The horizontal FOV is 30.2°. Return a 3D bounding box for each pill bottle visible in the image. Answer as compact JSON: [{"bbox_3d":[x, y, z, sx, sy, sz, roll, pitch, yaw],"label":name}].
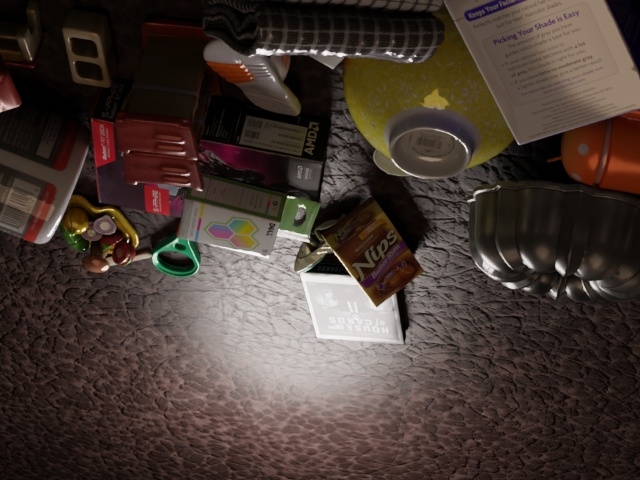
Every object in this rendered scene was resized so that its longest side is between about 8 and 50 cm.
[{"bbox_3d":[-0.567,-0.150,1.878,0.363,0.210,0.210,22,144,-15],"label":"pill bottle"}]

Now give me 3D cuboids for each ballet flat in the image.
[{"bbox_3d":[0.000,0.000,2.083,0.052,0.057,0.168,41,128,-20],"label":"ballet flat"}]

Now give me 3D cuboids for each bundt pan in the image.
[{"bbox_3d":[0.379,0.015,1.827,0.331,0.124,0.331,11,167,3],"label":"bundt pan"}]

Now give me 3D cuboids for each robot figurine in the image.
[{"bbox_3d":[0.440,-0.129,1.695,0.220,0.128,0.158,8,178,4],"label":"robot figurine"}]

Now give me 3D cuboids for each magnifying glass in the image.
[{"bbox_3d":[-0.254,0.001,2.178,0.092,0.026,0.231,16,148,-7],"label":"magnifying glass"}]

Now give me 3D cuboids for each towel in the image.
[{"bbox_3d":[-0.006,-0.276,1.436,0.235,0.121,0.284,-2,-167,-18],"label":"towel"}]

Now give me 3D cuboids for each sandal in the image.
[{"bbox_3d":[-0.089,-0.257,1.714,0.102,0.076,0.265,12,170,17],"label":"sandal"}]

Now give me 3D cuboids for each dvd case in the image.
[{"bbox_3d":[0.064,0.121,2.256,0.179,0.029,0.238,3,145,12],"label":"dvd case"}]

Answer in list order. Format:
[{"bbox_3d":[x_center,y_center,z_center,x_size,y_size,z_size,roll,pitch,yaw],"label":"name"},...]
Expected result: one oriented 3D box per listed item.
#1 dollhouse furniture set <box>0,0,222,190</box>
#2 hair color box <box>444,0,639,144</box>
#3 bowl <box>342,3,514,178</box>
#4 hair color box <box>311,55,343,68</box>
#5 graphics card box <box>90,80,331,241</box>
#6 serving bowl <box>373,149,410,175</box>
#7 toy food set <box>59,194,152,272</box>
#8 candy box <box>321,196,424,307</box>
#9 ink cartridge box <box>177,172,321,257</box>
[{"bbox_3d":[-0.340,-0.214,1.726,0.374,0.201,0.152,7,146,4],"label":"dollhouse furniture set"},{"bbox_3d":[0.257,-0.299,1.424,0.185,0.110,0.338,-15,118,34],"label":"hair color box"},{"bbox_3d":[0.162,-0.182,1.673,0.290,0.156,0.289,8,146,5],"label":"bowl"},{"bbox_3d":[-0.024,-0.313,1.626,0.167,0.053,0.093,27,144,-20],"label":"hair color box"},{"bbox_3d":[-0.177,-0.124,1.909,0.371,0.094,0.232,10,146,-1],"label":"graphics card box"},{"bbox_3d":[0.125,-0.137,1.862,0.083,0.027,0.083,7,145,5],"label":"serving bowl"},{"bbox_3d":[-0.406,0.006,2.182,0.128,0.071,0.218,-6,143,23],"label":"toy food set"},{"bbox_3d":[0.091,0.023,2.037,0.109,0.053,0.186,-37,134,0],"label":"candy box"},{"bbox_3d":[-0.115,-0.033,1.884,0.209,0.062,0.109,14,145,-5],"label":"ink cartridge box"}]
